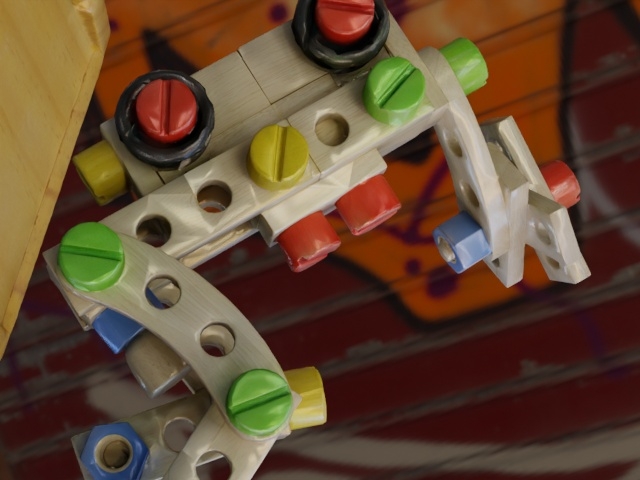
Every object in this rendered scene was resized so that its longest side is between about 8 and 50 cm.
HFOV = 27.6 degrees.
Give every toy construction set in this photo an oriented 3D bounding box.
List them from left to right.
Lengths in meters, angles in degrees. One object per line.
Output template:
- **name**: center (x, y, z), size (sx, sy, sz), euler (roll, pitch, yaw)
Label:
- **toy construction set**: center (0.000, 0.000, 0.662), size (0.327, 0.215, 0.151), euler (-28, 171, -27)

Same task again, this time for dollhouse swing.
- **dollhouse swing**: center (-0.370, -0.108, 1.149), size (0.315, 0.347, 0.305), euler (11, 165, 20)
